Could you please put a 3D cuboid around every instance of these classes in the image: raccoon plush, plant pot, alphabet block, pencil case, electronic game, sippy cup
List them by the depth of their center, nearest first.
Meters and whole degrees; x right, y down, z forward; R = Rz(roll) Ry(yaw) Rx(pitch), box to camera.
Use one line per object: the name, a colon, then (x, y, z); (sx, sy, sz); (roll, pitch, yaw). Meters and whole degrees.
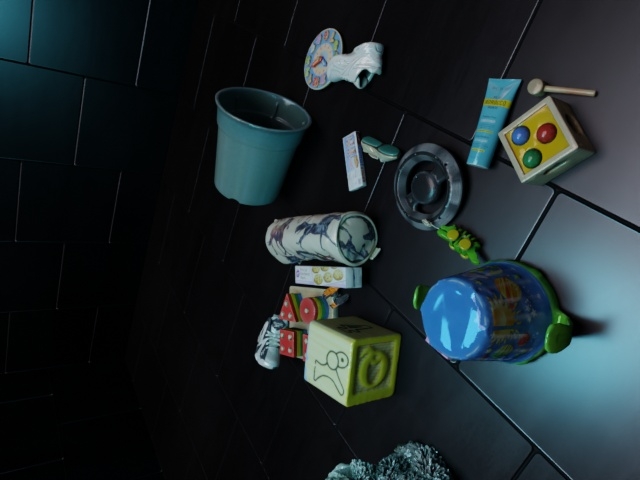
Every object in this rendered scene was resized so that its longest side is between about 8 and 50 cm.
sippy cup: (0.346, 0.158, 1.007); (0.305, 0.223, 0.240); (-40, 59, 44)
raccoon plush: (0.205, 0.633, 1.116); (0.446, 0.299, 0.216); (-10, 81, 52)
electronic game: (0.280, -0.140, 1.242); (0.229, 0.048, 0.230); (15, 108, 52)
alphabet block: (0.090, 0.338, 1.361); (0.197, 0.193, 0.193); (15, 102, 52)
pencil case: (0.000, 0.000, 1.519); (0.410, 0.183, 0.160); (-2, 59, 52)
plant pot: (-0.238, -0.332, 1.724); (0.341, 0.340, 0.334); (54, 137, 38)

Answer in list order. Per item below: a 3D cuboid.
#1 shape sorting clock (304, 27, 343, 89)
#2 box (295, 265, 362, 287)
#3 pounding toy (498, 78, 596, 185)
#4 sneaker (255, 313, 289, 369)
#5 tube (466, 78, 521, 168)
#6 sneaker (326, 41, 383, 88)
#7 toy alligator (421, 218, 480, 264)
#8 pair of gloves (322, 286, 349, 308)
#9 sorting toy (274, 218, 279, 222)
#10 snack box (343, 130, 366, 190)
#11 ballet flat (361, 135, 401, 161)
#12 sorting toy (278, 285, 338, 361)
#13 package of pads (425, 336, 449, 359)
shape sorting clock: (0.006, -0.622, 1.619); (0.206, 0.040, 0.207); (-1, 88, 52)
box: (0.018, 0.115, 1.535); (0.324, 0.063, 0.067); (-2, 87, 59)
pounding toy: (0.465, -0.250, 0.968); (0.181, 0.094, 0.206); (-39, 60, 45)
sneaker: (-0.174, 0.358, 1.749); (0.235, 0.094, 0.153); (-97, 27, -73)
tube: (0.399, -0.273, 1.100); (0.080, 0.052, 0.207); (22, 100, 41)
sneaker: (0.100, -0.522, 1.459); (0.232, 0.090, 0.116); (-5, 89, 53)
toy alligator: (0.334, -0.013, 1.165); (0.051, 0.056, 0.190); (-40, 54, -5)
pair of gloves: (0.049, 0.178, 1.525); (0.083, 0.074, 0.010); (45, 161, 42)
sorting toy: (-0.163, -0.045, 1.847); (0.083, 0.012, 0.062); (26, 109, 50)
snack box: (0.107, -0.250, 1.492); (0.064, 0.022, 0.179); (-19, 75, 52)
ballet flat: (0.180, -0.260, 1.386); (0.168, 0.057, 0.053); (44, 150, 48)
sorting toy: (-0.054, 0.292, 1.633); (0.257, 0.089, 0.256); (-2, 87, 53)
package of pads: (0.312, 0.260, 1.204); (0.083, 0.031, 0.050); (39, 118, 46)
